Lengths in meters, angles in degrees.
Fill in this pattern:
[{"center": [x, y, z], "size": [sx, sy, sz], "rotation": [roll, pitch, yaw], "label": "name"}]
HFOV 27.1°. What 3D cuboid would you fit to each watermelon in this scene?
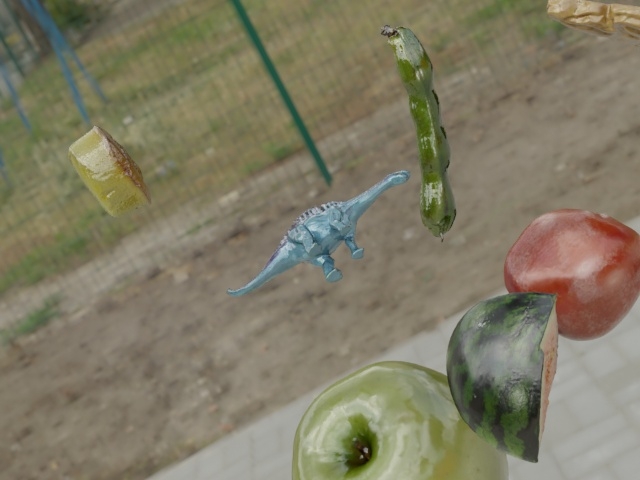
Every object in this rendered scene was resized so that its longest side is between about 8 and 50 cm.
[{"center": [0.215, 0.164, 1.541], "size": [0.193, 0.137, 0.145], "rotation": [-39, 21, 47], "label": "watermelon"}]

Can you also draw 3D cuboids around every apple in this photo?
[{"center": [0.136, 0.372, 2.106], "size": [0.357, 0.357, 0.357], "rotation": [-26, 16, 8], "label": "apple"}]

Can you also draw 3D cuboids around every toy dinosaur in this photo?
[{"center": [0.000, 0.000, 1.171], "size": [0.197, 0.045, 0.080], "rotation": [-35, 26, 5], "label": "toy dinosaur"}]

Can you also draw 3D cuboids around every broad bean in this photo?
[{"center": [0.118, -0.123, 1.505], "size": [0.053, 0.256, 0.052], "rotation": [-8, 17, 18], "label": "broad bean"}]

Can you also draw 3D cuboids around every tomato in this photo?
[{"center": [0.334, 0.039, 1.746], "size": [0.187, 0.187, 0.151], "rotation": [-15, 12, 39], "label": "tomato"}]

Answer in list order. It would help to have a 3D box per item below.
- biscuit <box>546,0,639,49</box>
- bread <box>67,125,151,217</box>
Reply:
[{"center": [0.477, -0.263, 1.719], "size": [0.376, 0.051, 0.269], "rotation": [11, 7, 0], "label": "biscuit"}, {"center": [-0.332, -0.113, 2.057], "size": [0.086, 0.125, 0.156], "rotation": [-36, 42, -8], "label": "bread"}]
